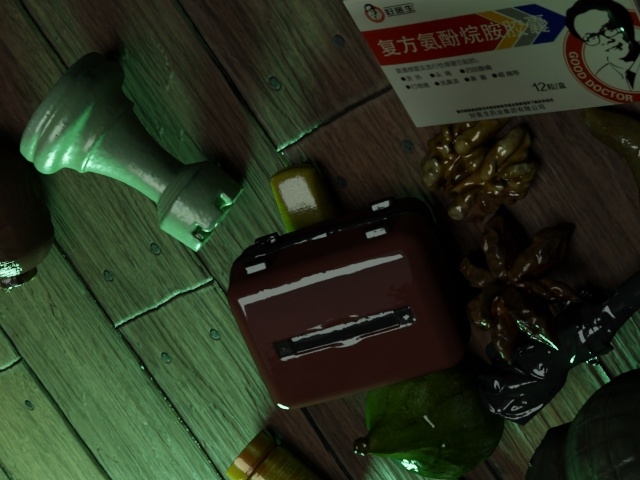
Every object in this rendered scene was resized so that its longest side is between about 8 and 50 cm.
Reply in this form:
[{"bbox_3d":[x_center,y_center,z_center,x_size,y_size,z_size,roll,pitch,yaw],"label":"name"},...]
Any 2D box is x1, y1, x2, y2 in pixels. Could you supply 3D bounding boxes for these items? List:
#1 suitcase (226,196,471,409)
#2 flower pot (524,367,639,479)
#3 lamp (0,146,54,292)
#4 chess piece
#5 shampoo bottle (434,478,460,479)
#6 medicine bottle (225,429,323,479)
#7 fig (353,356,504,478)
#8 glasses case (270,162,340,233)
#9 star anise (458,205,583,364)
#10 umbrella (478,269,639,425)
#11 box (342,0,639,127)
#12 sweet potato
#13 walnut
[{"bbox_3d":[0.039,0.088,1.961,0.297,0.161,0.236,-17,112,15],"label":"suitcase"},{"bbox_3d":[0.427,0.317,1.808,0.302,0.302,0.213,47,137,0],"label":"flower pot"},{"bbox_3d":[-0.525,-0.042,2.331,0.180,0.180,0.258,2,120,34],"label":"lamp"},{"bbox_3d":[-0.265,-0.116,2.099,0.299,0.194,0.194,36,133,-1],"label":"chess piece"},{"bbox_3d":[0.212,0.396,2.174,0.099,0.043,0.072,27,130,19],"label":"shampoo bottle"},{"bbox_3d":[-0.051,0.401,2.325,0.192,0.096,0.096,39,133,8],"label":"medicine bottle"},{"bbox_3d":[0.136,0.265,2.014,0.203,0.235,0.203,15,121,27],"label":"fig"},{"bbox_3d":[0.000,0.000,2.051,0.079,0.064,0.234,-16,110,14],"label":"glasses case"},{"bbox_3d":[0.247,0.055,1.869,0.111,0.196,0.212,23,176,-23],"label":"star anise"},{"bbox_3d":[0.326,0.126,1.879,0.118,0.118,0.340,47,134,1],"label":"umbrella"},{"bbox_3d":[0.223,-0.242,1.700,0.353,0.069,0.214,-5,134,35],"label":"box"},{"bbox_3d":[0.395,-0.076,1.735,0.081,0.062,0.233,-28,97,44],"label":"sweet potato"},{"bbox_3d":[0.197,-0.094,1.853,0.143,0.069,0.170,48,131,10],"label":"walnut"}]
